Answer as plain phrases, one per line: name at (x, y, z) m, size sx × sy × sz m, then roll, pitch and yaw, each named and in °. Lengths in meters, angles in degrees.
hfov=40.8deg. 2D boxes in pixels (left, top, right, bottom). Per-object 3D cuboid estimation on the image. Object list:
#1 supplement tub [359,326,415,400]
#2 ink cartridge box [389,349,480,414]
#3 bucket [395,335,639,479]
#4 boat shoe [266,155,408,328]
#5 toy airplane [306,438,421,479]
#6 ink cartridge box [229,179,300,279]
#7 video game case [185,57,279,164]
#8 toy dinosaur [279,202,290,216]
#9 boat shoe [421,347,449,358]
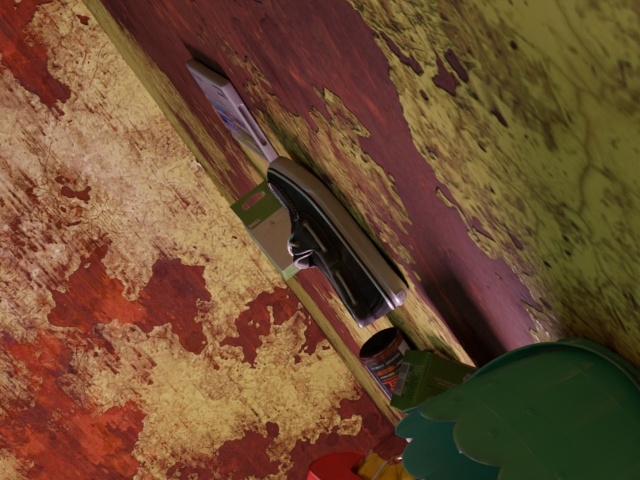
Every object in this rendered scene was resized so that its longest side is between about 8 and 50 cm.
supplement tub at (0.174, 0.283, 1.795) m, size 0.198 × 0.106 × 0.106 m, roll 53°, pitch 172°, yaw -15°
ink cartridge box at (0.248, 0.246, 1.279) m, size 0.255 × 0.097 × 0.189 m, roll 18°, pitch 173°, yaw -3°
bucket at (0.218, 0.234, 0.806) m, size 0.281 × 0.183 × 0.281 m, roll 54°, pitch 162°, yaw 27°
boat shoe at (0.000, 0.000, 1.431) m, size 0.335 × 0.119 × 0.121 m, roll 49°, pitch 172°, yaw 21°
toy airplane at (0.212, 0.520, 1.717) m, size 0.386 × 0.272 × 0.384 m, roll -18°, pitch 127°, yaw 44°
ink cartridge box at (-0.102, -0.024, 1.969) m, size 0.209 × 0.109 × 0.062 m, roll 49°, pitch 171°, yaw 20°
video game case at (-0.168, -0.246, 1.642) m, size 0.193 × 0.023 × 0.212 m, roll 57°, pitch 170°, yaw -34°
toy dinosaur at (-0.039, -0.064, 1.686) m, size 0.082 × 0.047 × 0.090 m, roll 35°, pitch 167°, yaw -18°
boat shoe at (0.204, 0.217, 1.509) m, size 0.045 × 0.050 × 0.135 m, roll 47°, pitch 173°, yaw -6°
